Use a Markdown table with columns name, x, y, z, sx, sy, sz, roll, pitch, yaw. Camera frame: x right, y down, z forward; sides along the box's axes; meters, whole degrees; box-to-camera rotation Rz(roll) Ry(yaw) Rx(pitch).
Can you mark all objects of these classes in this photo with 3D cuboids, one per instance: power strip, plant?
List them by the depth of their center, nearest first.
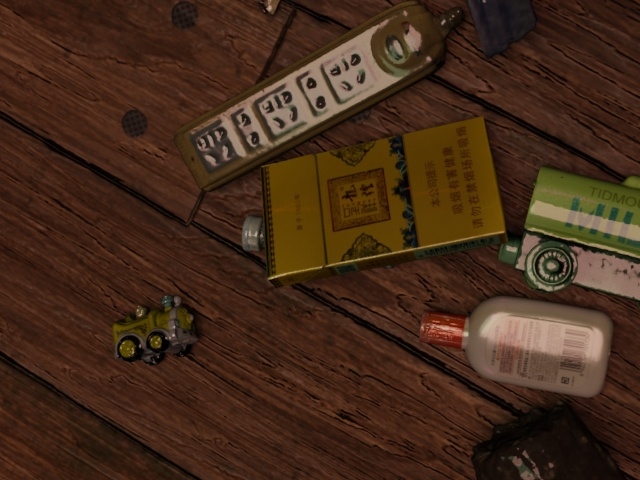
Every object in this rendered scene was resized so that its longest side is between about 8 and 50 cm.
| name | x | y | z | sx | sy | sz | roll | pitch | yaw |
| --- | --- | --- | --- | --- | --- | --- | --- | --- | --- |
| plant | 0.290 | 0.329 | 1.126 | 0.146 | 0.149 | 0.274 | -35 | 93 | -21 |
| power strip | -0.002 | -0.178 | 1.173 | 0.388 | 0.066 | 0.092 | -27 | 93 | 15 |

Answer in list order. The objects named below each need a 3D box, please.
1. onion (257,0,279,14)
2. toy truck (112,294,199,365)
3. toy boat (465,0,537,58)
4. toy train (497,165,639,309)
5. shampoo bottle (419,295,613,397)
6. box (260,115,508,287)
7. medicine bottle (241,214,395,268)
| name | x | y | z | sx | sy | sz | roll | pitch | yaw |
| --- | --- | --- | --- | --- | --- | --- | --- | --- | --- |
| onion | -0.031 | -0.441 | 1.067 | 0.231 | 0.272 | 0.256 | -28 | 88 | 0 |
| toy truck | -0.213 | 0.115 | 1.267 | 0.111 | 0.076 | 0.076 | -19 | 73 | 15 |
| toy boat | 0.165 | -0.343 | 1.077 | 0.078 | 0.127 | 0.282 | -18 | 91 | 9 |
| toy train | 0.337 | 0.002 | 1.102 | 0.253 | 0.105 | 0.157 | 15 | 90 | 13 |
| shampoo bottle | 0.229 | 0.119 | 1.162 | 0.221 | 0.051 | 0.108 | 9 | 104 | 13 |
| box | 0.069 | -0.044 | 1.146 | 0.279 | 0.041 | 0.153 | -11 | 65 | 12 |
| medicine bottle | 0.000 | 0.000 | 1.204 | 0.191 | 0.051 | 0.051 | 7 | 99 | 14 |
